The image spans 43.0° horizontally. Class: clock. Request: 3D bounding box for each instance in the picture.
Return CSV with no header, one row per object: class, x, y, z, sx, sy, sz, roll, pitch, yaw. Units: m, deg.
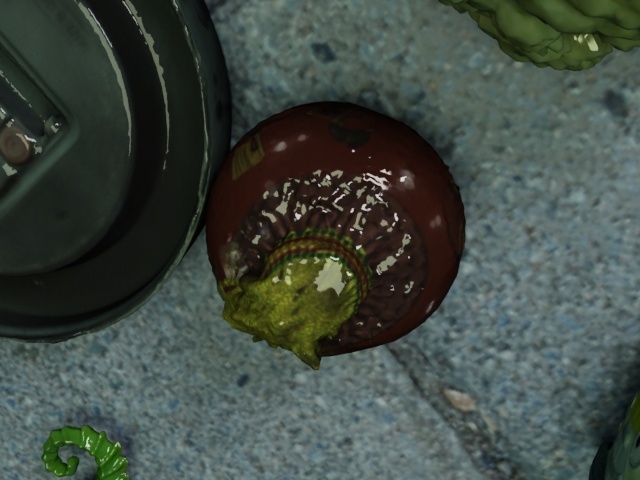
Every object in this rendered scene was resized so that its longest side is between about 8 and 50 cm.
clock,-0.214,-0.089,0.533,0.325,0.067,0.325,5,111,13

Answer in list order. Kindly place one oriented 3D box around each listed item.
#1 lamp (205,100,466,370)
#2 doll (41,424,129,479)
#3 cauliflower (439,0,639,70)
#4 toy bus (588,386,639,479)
lamp,0.005,0.000,0.474,0.156,0.135,0.157,-3,108,15
doll,-0.199,0.227,0.660,0.115,0.050,0.190,22,113,-3
cauliflower,0.158,-0.205,0.310,0.260,0.327,0.281,25,70,-12
toy bus,0.306,0.147,0.441,0.276,0.133,0.165,22,105,12
